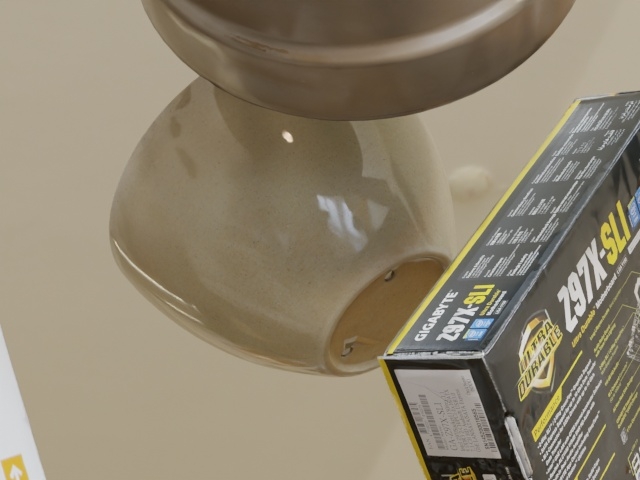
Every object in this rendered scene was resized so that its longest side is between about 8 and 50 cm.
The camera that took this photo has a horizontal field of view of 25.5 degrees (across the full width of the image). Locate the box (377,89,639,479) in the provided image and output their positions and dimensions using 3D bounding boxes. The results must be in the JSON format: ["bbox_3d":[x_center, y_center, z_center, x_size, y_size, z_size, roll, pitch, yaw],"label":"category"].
[{"bbox_3d":[0.179,0.086,0.949,0.079,0.322,0.257,-4,-59,37],"label":"box"}]

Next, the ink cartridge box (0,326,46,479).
[{"bbox_3d":[-0.237,-0.025,0.628,0.069,0.371,0.175,-17,-4,24],"label":"ink cartridge box"}]

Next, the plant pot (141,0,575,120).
[{"bbox_3d":[0.015,-0.279,0.866,0.323,0.323,0.280,-10,-28,1],"label":"plant pot"}]

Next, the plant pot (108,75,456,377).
[{"bbox_3d":[0.000,0.000,1.143,0.284,0.191,0.284,-29,-34,-22],"label":"plant pot"}]
